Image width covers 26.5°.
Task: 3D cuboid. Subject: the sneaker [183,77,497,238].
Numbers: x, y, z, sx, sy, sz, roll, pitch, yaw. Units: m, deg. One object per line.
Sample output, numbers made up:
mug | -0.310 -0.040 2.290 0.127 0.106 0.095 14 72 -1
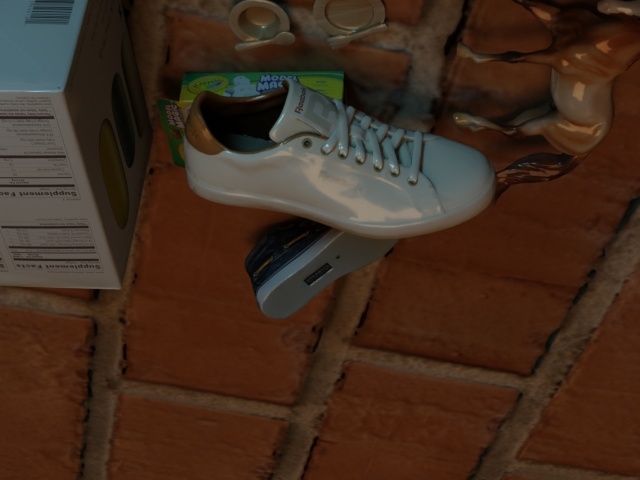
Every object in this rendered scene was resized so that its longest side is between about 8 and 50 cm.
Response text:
sneaker | 0.017 -0.079 1.221 0.290 0.105 0.123 4 144 3

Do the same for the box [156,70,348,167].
box | -0.062 -0.113 1.307 0.179 0.043 0.105 -1 142 5

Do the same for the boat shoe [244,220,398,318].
boat shoe | 0.000 0.000 1.431 0.183 0.083 0.065 -34 133 5

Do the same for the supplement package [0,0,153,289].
supplement package | -0.277 -0.113 1.208 0.198 0.199 0.262 1 142 5

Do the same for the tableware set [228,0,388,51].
tableware set | -0.021 -0.224 1.176 0.141 0.020 0.168 -4 141 13

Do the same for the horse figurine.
horse figurine | 0.208 -0.136 1.221 0.175 0.066 0.263 8 140 8
